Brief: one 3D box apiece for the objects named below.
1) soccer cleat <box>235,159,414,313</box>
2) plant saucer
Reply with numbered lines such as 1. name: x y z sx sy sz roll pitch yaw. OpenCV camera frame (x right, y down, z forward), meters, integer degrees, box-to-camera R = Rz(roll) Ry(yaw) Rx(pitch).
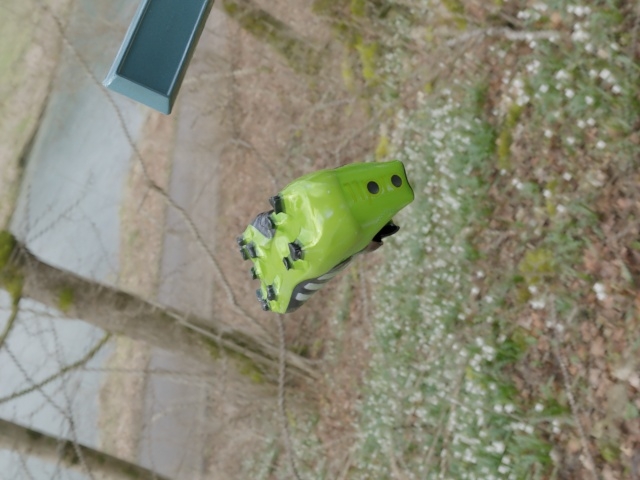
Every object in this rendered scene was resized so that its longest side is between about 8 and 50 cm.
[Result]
1. soccer cleat: 0.000 0.000 0.515 0.179 0.072 0.060 140 111 -73
2. plant saucer: -0.147 -0.206 0.911 0.018 0.067 0.192 -48 23 53
